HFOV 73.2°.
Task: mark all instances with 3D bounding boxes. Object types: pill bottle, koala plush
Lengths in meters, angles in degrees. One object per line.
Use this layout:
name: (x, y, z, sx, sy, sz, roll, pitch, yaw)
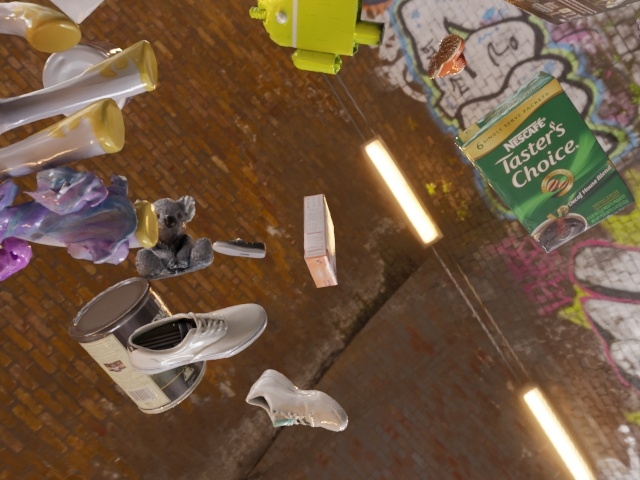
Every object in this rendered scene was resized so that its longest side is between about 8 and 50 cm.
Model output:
pill bottle: (-0.308, -0.226, 0.602, 0.094, 0.094, 0.169, 37, -166, -27)
koala plush: (-0.419, -0.014, 1.189, 0.196, 0.203, 0.221, -13, -94, -23)

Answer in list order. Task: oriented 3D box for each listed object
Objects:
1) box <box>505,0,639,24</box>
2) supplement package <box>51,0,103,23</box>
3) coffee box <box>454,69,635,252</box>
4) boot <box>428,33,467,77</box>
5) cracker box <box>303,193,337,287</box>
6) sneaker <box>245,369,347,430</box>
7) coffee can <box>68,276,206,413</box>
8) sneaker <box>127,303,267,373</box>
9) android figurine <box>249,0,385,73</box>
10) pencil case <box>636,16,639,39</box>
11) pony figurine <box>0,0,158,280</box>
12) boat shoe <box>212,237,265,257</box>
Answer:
box: (0.224, -0.254, 0.258, 0.394, 0.318, 0.097, -8, -79, -39)
supplement package: (-0.398, -0.491, 0.635, 0.203, 0.194, 0.149, 47, -179, 1)
coffee box: (0.250, -0.080, 0.483, 0.184, 0.113, 0.040, 44, -156, -21)
boot: (0.336, -0.463, 1.081, 0.084, 0.158, 0.059, -2, -95, -6)
cracker box: (0.000, 0.000, 1.276, 0.156, 0.067, 0.232, 70, -166, -51)
sneaker: (-0.052, 0.342, 0.863, 0.094, 0.212, 0.080, -38, -44, -50)
coffee can: (-0.439, 0.258, 1.065, 0.275, 0.201, 0.202, 65, -150, -29)
sneaker: (-0.217, 0.171, 0.787, 0.258, 0.091, 0.094, -18, -121, -23)
android figurine: (-0.008, -0.450, 0.812, 0.272, 0.248, 0.056, 14, -142, 10)
pencil case: (0.668, -0.392, 0.573, 0.159, 0.410, 0.184, -31, -90, -16)
pony figurine: (-0.346, -0.052, 0.389, 0.303, 0.363, 0.351, 92, 172, -75)
boat shoe: (-0.214, 0.016, 1.140, 0.142, 0.049, 0.040, 10, -114, -25)
